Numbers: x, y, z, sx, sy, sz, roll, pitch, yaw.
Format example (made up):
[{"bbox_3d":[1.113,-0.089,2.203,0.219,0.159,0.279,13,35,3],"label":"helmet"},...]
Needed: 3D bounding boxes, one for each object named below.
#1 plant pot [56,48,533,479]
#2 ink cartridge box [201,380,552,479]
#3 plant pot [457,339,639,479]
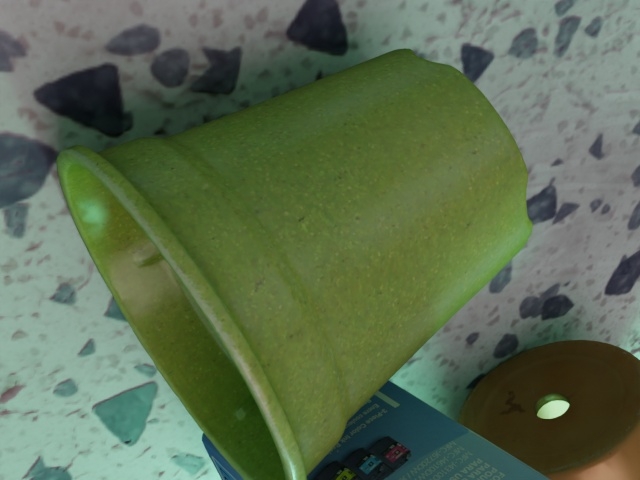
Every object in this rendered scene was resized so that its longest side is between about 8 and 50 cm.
[{"bbox_3d":[0.000,0.000,0.643,0.254,0.276,0.276,-32,132,-20],"label":"plant pot"},{"bbox_3d":[0.106,0.279,0.684,0.151,0.395,0.270,-36,125,-24],"label":"ink cartridge box"},{"bbox_3d":[0.270,0.243,0.946,0.291,0.291,0.203,-30,115,-7],"label":"plant pot"}]
